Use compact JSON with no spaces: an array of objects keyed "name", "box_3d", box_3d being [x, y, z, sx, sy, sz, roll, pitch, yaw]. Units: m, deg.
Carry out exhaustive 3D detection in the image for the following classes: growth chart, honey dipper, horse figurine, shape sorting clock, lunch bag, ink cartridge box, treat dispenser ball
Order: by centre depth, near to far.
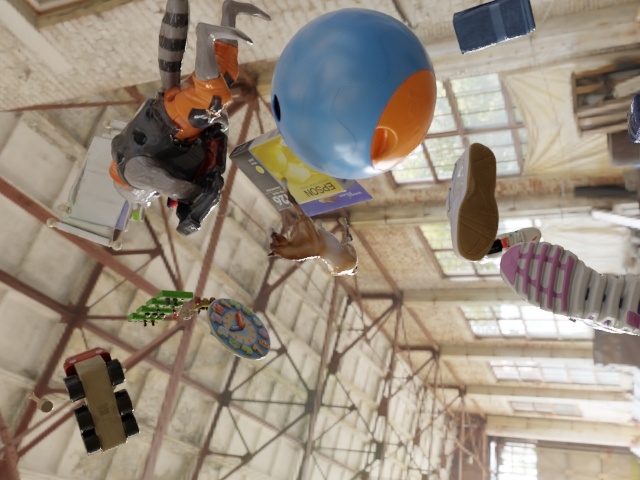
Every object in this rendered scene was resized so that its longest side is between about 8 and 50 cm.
[{"name":"treat dispenser ball","box_3d":[0.057,-0.251,1.076,0.288,0.288,0.288,-3,-90,-66]},{"name":"growth chart","box_3d":[-0.358,-0.101,1.084,0.237,0.171,0.021,-65,-12,-7]},{"name":"horse figurine","box_3d":[0.000,0.000,1.114,0.263,0.066,0.175,35,-151,-42]},{"name":"lunch bag","box_3d":[0.668,-0.244,1.265,0.065,0.067,0.099,71,-154,-60]},{"name":"honey dipper","box_3d":[-0.709,0.402,1.557,0.030,0.160,0.031,0,-90,-38]},{"name":"shape sorting clock","box_3d":[-0.217,0.236,1.673,0.206,0.040,0.206,31,-155,-17]},{"name":"ink cartridge box","box_3d":[-0.061,-0.171,1.697,0.307,0.303,0.072,47,-124,-23]}]

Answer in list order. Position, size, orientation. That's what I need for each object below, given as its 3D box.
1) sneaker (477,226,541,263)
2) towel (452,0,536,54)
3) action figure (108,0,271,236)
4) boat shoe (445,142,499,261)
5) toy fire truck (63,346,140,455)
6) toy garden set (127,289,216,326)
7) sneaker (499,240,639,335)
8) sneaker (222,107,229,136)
[{"name":"sneaker","box_3d":[0.414,0.009,1.358,0.075,0.161,0.057,69,-175,-82]},{"name":"towel","box_3d":[0.268,-0.337,0.961,0.029,0.119,0.067,-83,-26,-57]},{"name":"action figure","box_3d":[-0.198,-0.191,0.871,0.178,0.330,0.341,25,-153,-25]},{"name":"boat shoe","box_3d":[0.311,-0.070,1.307,0.098,0.096,0.277,24,-119,-18]},{"name":"toy fire truck","box_3d":[-0.508,0.334,1.436,0.158,0.246,0.217,-20,-66,-28]},{"name":"toy garden set","box_3d":[-0.475,0.232,2.000,0.203,0.244,0.049,9,-120,-41]},{"name":"sneaker","box_3d":[0.365,0.077,0.880,0.104,0.236,0.095,76,-146,-77]},{"name":"sneaker","box_3d":[-0.370,-0.307,1.868,0.102,0.161,0.282,83,-168,-51]}]
